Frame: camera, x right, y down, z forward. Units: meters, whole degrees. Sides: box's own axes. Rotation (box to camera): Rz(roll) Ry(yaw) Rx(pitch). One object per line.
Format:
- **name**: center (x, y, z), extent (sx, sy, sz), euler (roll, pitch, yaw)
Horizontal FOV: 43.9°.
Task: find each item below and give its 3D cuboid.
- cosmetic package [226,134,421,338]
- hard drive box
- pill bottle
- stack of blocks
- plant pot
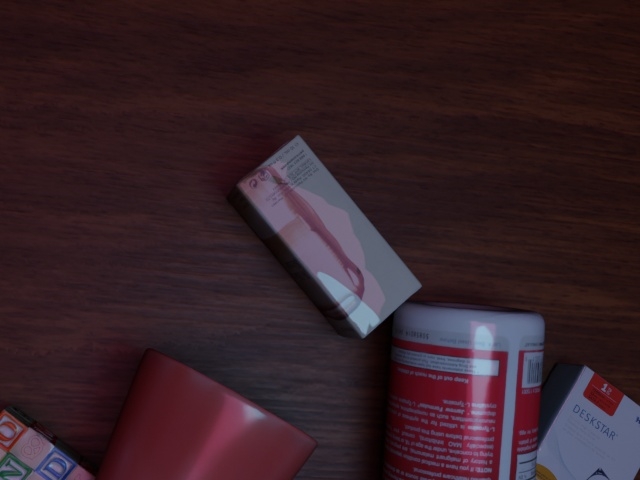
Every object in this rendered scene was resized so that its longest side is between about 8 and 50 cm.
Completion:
- **cosmetic package**: center (0.000, 0.000, 1.233), extent (0.129, 0.153, 0.296), euler (-41, 93, -14)
- **hard drive box**: center (0.429, 0.351, 1.331), extent (0.181, 0.089, 0.232), euler (35, 77, -8)
- **pill bottle**: center (0.211, 0.302, 1.202), extent (0.229, 0.229, 0.407), euler (5, 88, -13)
- **stack of blocks**: center (-0.466, 0.400, 1.103), extent (0.171, 0.087, 0.297), euler (39, 77, -7)
- **plant pot**: center (-0.178, 0.317, 1.086), extent (0.275, 0.275, 0.243), euler (32, 75, -9)
